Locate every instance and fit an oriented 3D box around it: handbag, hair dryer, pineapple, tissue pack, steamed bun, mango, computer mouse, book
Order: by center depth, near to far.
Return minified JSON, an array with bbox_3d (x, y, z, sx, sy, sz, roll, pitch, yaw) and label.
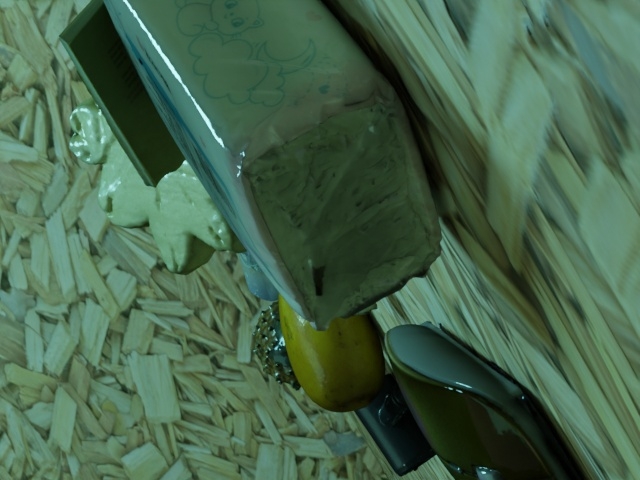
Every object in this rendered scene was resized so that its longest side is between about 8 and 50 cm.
[{"bbox_3d":[-0.041,-0.098,0.997,0.271,0.124,0.201,56,175,37],"label":"tissue pack"},{"bbox_3d":[-0.108,-0.151,1.148,0.013,0.168,0.192,28,159,28],"label":"book"},{"bbox_3d":[0.122,0.150,1.202,0.158,0.072,0.310,58,175,-14],"label":"computer mouse"},{"bbox_3d":[-0.154,-0.108,1.789,0.295,0.137,0.292,-1,107,42],"label":"steamed bun"},{"bbox_3d":[0.009,0.106,1.863,0.145,0.112,0.219,-173,66,-77],"label":"mango"},{"bbox_3d":[0.103,0.227,1.921,0.128,0.070,0.255,57,170,10],"label":"hair dryer"},{"bbox_3d":[-0.002,0.150,2.124,0.170,0.141,0.310,64,167,-4],"label":"pineapple"},{"bbox_3d":[-0.081,0.013,2.292,0.117,0.095,0.173,-119,9,-54],"label":"handbag"}]

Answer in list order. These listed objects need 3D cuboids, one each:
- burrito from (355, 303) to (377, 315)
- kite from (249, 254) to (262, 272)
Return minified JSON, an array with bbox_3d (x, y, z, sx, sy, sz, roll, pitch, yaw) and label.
[{"bbox_3d":[0.000,-0.001,1.579,0.229,0.058,0.063,52,167,35],"label":"burrito"},{"bbox_3d":[-0.026,-0.016,1.538,0.245,0.015,0.141,23,123,59],"label":"kite"}]
